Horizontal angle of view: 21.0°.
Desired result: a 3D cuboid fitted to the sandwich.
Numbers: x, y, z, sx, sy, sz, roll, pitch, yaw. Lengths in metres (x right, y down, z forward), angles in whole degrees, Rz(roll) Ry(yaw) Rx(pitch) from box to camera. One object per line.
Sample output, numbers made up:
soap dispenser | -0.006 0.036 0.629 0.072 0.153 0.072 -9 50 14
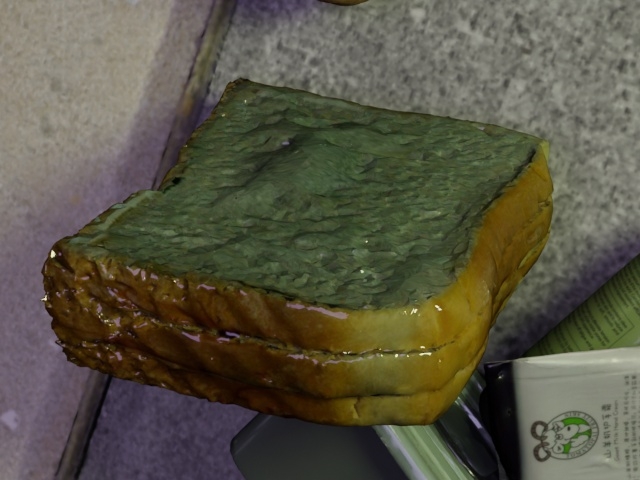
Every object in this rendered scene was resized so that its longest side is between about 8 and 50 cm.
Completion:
sandwich | 0.000 0.000 1.143 0.271 0.301 0.099 7 119 20

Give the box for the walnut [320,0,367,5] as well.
walnut | 0.016 -0.252 1.216 0.166 0.149 0.167 6 98 48

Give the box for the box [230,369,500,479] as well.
box | 0.057 0.172 1.206 0.135 0.163 0.243 -41 79 26

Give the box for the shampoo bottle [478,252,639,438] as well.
shampoo bottle | 0.238 0.054 1.157 0.284 0.101 0.101 -43 77 16

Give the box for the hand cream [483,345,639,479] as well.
hand cream | 0.275 0.108 1.108 0.336 0.076 0.121 -7 119 0
